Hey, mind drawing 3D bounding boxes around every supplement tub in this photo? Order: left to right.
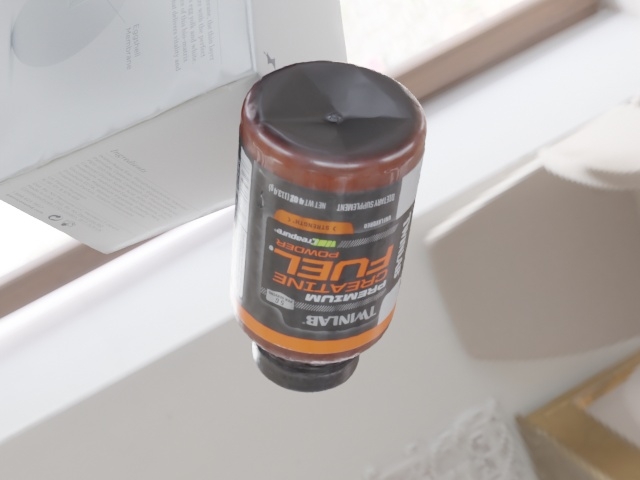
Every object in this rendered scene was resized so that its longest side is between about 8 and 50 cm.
[{"bbox_3d":[0.000,0.000,0.751,0.106,0.106,0.198,51,148,38],"label":"supplement tub"}]

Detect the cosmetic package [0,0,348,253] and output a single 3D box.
[{"bbox_3d":[-0.108,-0.141,0.896,0.138,0.224,0.224,32,-135,-51],"label":"cosmetic package"}]
